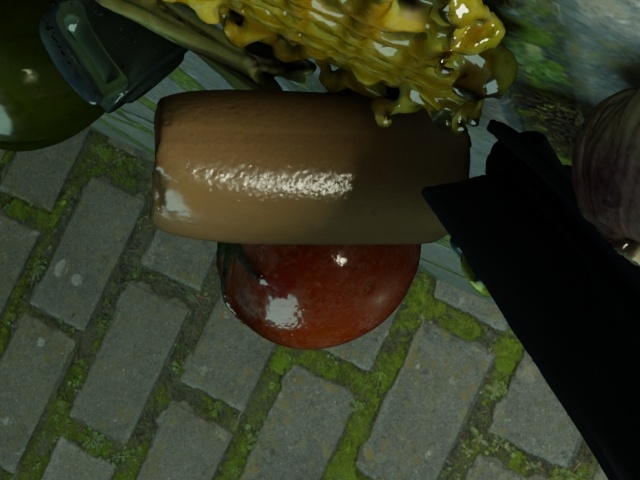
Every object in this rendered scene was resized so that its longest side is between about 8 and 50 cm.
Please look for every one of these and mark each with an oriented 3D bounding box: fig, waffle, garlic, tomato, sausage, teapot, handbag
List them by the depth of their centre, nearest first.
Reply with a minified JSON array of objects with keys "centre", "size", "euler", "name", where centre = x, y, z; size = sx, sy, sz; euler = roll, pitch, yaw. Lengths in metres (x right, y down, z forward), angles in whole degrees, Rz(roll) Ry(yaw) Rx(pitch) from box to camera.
[{"centre":[0.209,-0.025,0.594],"size":[0.147,0.102,0.159],"euler":[29,180,22],"name":"garlic"},{"centre":[0.010,-0.136,0.672],"size":[0.262,0.060,0.280],"euler":[22,176,41],"name":"waffle"},{"centre":[0.238,0.074,0.773],"size":[0.303,0.122,0.329],"euler":[21,-151,-52],"name":"handbag"},{"centre":[-0.017,-0.057,0.830],"size":[0.253,0.123,0.123],"euler":[1,-174,-22],"name":"sausage"},{"centre":[-0.196,-0.177,0.969],"size":[0.108,0.149,0.111],"euler":[49,147,-7],"name":"teapot"},{"centre":[-0.306,-0.203,1.132],"size":[0.225,0.203,0.203],"euler":[-16,-162,-27],"name":"fig"},{"centre":[0.000,0.000,1.270],"size":[0.265,0.265,0.265],"euler":[25,177,1],"name":"tomato"}]

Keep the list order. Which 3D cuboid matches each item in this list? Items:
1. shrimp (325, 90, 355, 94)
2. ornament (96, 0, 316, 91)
[{"centre":[0.042,-0.116,1.058],"size":[0.099,0.041,0.180],"euler":[10,175,3],"name":"shrimp"},{"centre":[-0.088,-0.161,0.861],"size":[0.201,0.059,0.180],"euler":[27,-173,-30],"name":"ornament"}]
